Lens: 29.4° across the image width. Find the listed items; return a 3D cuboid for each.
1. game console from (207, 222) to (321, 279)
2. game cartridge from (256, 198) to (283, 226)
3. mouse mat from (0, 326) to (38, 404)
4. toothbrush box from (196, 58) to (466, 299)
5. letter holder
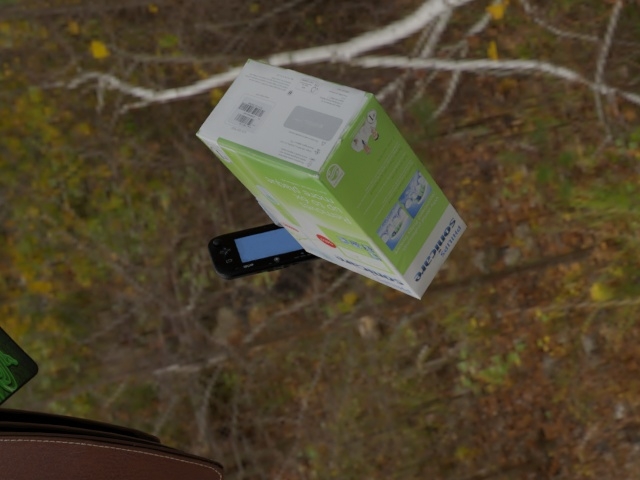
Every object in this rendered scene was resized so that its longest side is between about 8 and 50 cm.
[{"bbox_3d":[0.000,0.000,1.991,0.213,0.361,0.044,-117,16,-57],"label":"game console"},{"bbox_3d":[-0.060,-0.044,1.666,0.056,0.017,0.083,54,-169,0],"label":"game cartridge"},{"bbox_3d":[-0.476,0.140,1.599,0.189,0.152,0.007,47,126,-2],"label":"mouse mat"},{"bbox_3d":[0.019,-0.072,1.469,0.206,0.122,0.283,23,164,39],"label":"toothbrush box"},{"bbox_3d":[-0.284,0.250,1.304,0.214,0.302,0.152,-61,36,22],"label":"letter holder"}]
